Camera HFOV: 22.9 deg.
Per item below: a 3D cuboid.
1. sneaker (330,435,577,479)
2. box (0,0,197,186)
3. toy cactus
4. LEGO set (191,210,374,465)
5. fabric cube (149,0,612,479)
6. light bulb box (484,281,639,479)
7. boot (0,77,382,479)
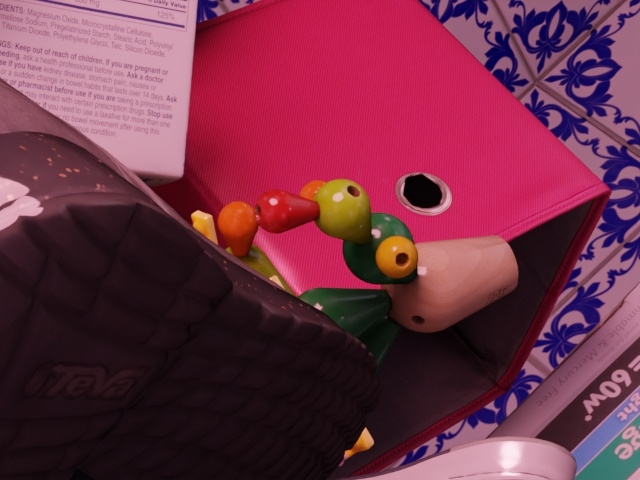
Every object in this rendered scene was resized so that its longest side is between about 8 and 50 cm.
[{"bbox_3d":[0.037,0.206,0.819,0.086,0.163,0.226,23,-33,-30],"label":"sneaker"},{"bbox_3d":[-0.138,-0.104,0.835,0.126,0.137,0.072,8,-6,-29],"label":"box"},{"bbox_3d":[0.027,0.040,0.845,0.112,0.180,0.219,52,-30,41],"label":"toy cactus"},{"bbox_3d":[-0.090,0.061,0.764,0.287,0.107,0.132,46,-37,17],"label":"LEGO set"},{"bbox_3d":[0.000,0.000,1.118,0.258,0.254,0.259,49,-34,24],"label":"fabric cube"},{"bbox_3d":[0.267,0.290,1.191,0.361,0.358,0.225,51,-8,-29],"label":"light bulb box"},{"bbox_3d":[-0.108,-0.004,0.532,0.223,0.118,0.338,39,-12,24],"label":"boot"}]
